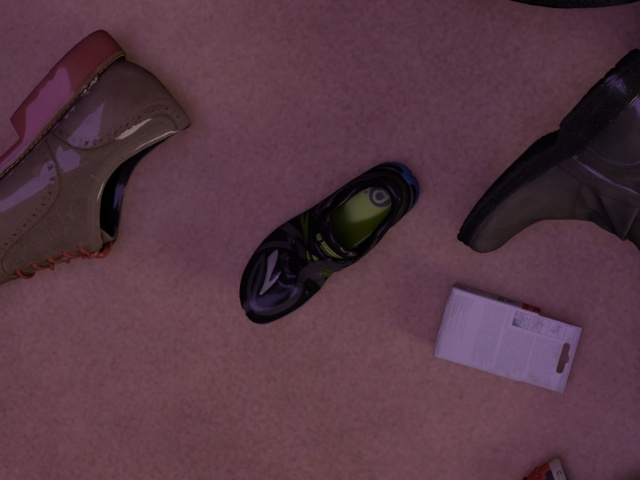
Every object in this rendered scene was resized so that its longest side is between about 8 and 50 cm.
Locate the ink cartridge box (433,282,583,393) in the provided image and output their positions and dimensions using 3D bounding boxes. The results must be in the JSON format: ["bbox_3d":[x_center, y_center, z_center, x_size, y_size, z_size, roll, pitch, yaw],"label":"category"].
[{"bbox_3d":[0.159,0.083,1.312,0.115,0.029,0.063,16,100,8],"label":"ink cartridge box"}]

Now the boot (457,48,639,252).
[{"bbox_3d":[0.225,-0.020,1.213,0.161,0.083,0.246,45,135,1],"label":"boot"}]

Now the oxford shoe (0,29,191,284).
[{"bbox_3d":[-0.251,-0.010,1.340,0.130,0.123,0.348,39,104,-1],"label":"oxford shoe"}]

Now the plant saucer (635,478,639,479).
[{"bbox_3d":[0.280,0.254,1.293,0.119,0.021,0.119,1,85,-14],"label":"plant saucer"}]

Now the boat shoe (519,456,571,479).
[{"bbox_3d":[0.221,0.248,1.312,0.043,0.049,0.137,-35,84,11],"label":"boat shoe"}]

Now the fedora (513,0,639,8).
[{"bbox_3d":[0.193,-0.329,1.189,0.334,0.152,0.334,2,97,15],"label":"fedora"}]

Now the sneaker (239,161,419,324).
[{"bbox_3d":[0.000,0.000,1.309,0.188,0.078,0.067,-39,88,14],"label":"sneaker"}]
